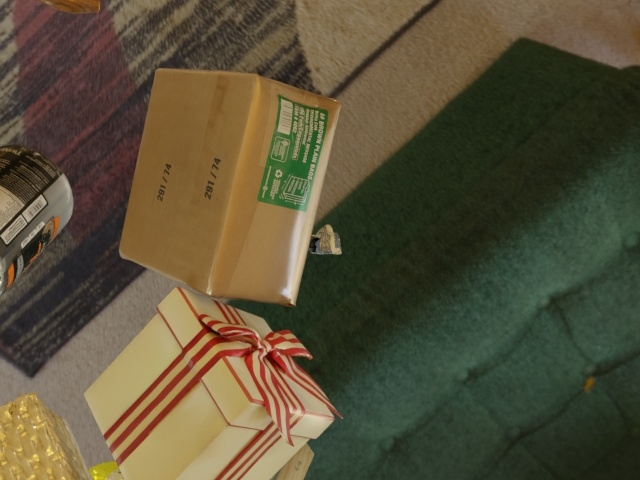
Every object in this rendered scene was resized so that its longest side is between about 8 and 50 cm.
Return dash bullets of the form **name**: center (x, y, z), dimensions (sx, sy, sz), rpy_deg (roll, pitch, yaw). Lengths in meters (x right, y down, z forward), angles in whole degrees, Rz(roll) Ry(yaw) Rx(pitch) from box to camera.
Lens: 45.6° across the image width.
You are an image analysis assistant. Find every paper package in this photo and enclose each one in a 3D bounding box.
- **paper package**: center (-0.150, -0.088, 1.187), dimensions (0.168, 0.309, 0.325), rpy_deg (9, 95, -43)

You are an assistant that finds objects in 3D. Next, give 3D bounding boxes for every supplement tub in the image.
- **supplement tub**: center (-0.613, -0.015, 1.374), dimensions (0.207, 0.338, 0.207), rpy_deg (8, 126, 11)

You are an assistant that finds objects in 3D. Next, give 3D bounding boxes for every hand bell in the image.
- **hand bell**: center (-0.486, -0.412, 1.247), dimensions (0.242, 0.126, 0.126), rpy_deg (6, 112, -20)

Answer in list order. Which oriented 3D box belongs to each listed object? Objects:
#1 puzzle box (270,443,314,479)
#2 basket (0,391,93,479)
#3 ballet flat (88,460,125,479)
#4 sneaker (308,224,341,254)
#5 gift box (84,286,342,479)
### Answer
- **puzzle box**: center (-0.149, 0.508, 1.428), dimensions (0.272, 0.409, 0.052), rpy_deg (-38, 84, 3)
- **basket**: center (-0.605, 0.520, 1.445), dimensions (0.328, 0.331, 0.266), rpy_deg (-25, 159, -17)
- **ballet flat**: center (-0.443, 0.559, 1.776), dimensions (0.231, 0.077, 0.077), rpy_deg (16, 80, -45)
- **sneaker**: center (0.000, 0.000, 1.493), dimensions (0.058, 0.135, 0.052), rpy_deg (-9, 97, -9)
- **gift box**: center (-0.137, 0.246, 1.118), dimensions (0.258, 0.276, 0.255), rpy_deg (-48, 151, 9)
